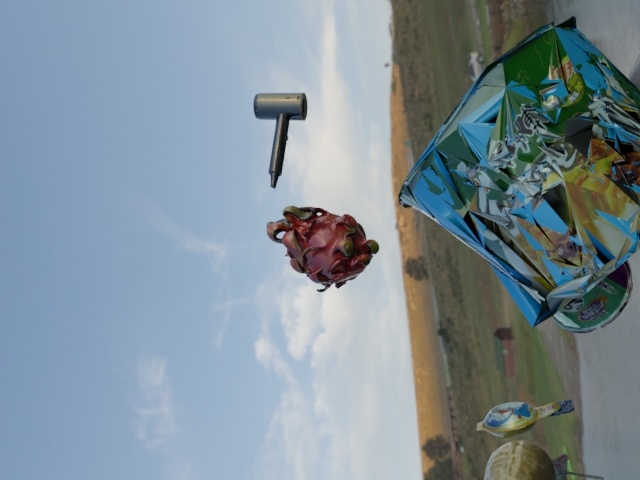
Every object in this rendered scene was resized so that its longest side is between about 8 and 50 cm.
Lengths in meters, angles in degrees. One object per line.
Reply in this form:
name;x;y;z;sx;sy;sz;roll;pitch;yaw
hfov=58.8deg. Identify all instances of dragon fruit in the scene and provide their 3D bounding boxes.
dragon fruit;0.005;0.014;1.663;0.227;0.307;0.243;115;146;-46

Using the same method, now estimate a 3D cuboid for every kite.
kite;0.567;0.532;1.303;0.005;0.152;0.137;-69;-31;-52

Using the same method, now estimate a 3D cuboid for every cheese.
cheese;0.569;0.491;1.585;0.177;0.270;0.069;-8;-101;-71

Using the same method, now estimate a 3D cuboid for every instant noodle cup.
instant noodle cup;0.214;-0.056;0.520;0.178;0.240;0.240;46;-170;15
instant noodle cup;0.637;0.090;1.473;0.190;0.251;0.251;28;-134;-24

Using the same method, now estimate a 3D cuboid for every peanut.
peanut;0.356;0.459;1.024;0.224;0.129;0.129;-36;-62;-55

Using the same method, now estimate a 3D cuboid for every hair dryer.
hair dryer;-0.114;-0.247;1.383;0.070;0.128;0.255;64;-147;-68

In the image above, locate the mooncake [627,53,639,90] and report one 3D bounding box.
mooncake;0.542;-0.172;0.734;0.161;0.290;0.290;-57;-16;8
